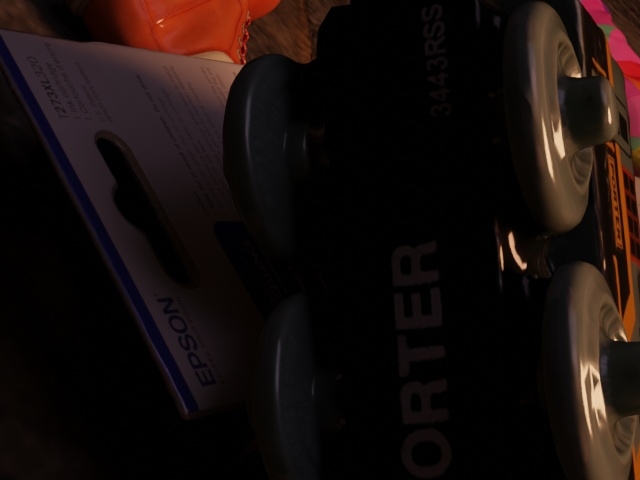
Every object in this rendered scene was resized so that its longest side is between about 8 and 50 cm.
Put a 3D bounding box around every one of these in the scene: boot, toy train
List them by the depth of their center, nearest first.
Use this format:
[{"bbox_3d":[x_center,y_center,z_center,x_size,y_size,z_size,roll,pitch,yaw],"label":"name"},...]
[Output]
[{"bbox_3d":[0.063,0.057,0.468,0.190,0.142,0.333,18,66,-63],"label":"toy train"},{"bbox_3d":[-0.062,-0.114,0.689,0.084,0.059,0.158,56,37,7],"label":"boot"}]

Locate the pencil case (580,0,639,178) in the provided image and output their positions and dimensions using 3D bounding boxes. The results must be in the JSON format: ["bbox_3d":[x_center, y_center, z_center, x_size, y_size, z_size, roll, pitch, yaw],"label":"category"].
[{"bbox_3d":[0.243,-0.097,1.054,0.104,0.104,0.236,14,42,-47],"label":"pencil case"}]

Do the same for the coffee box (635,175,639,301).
[{"bbox_3d":[0.159,0.107,0.597,0.141,0.098,0.246,13,61,-50],"label":"coffee box"}]

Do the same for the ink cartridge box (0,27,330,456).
[{"bbox_3d":[0.000,0.000,0.615,0.371,0.069,0.175,0,55,-58],"label":"ink cartridge box"}]
